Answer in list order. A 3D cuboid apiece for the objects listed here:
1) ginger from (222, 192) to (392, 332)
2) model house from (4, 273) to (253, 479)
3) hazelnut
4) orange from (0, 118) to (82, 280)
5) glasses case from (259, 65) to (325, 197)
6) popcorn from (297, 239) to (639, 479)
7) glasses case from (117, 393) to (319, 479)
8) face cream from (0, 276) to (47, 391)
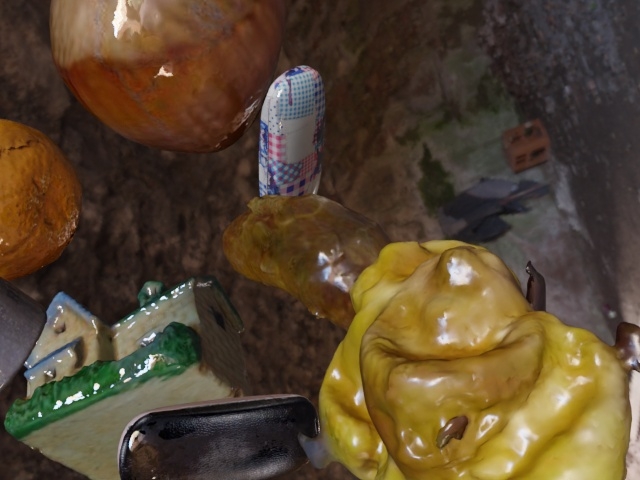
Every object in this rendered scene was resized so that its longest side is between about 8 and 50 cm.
[{"bbox_3d":[-0.009,0.014,1.016,0.321,0.165,0.172,27,122,36],"label":"ginger"},{"bbox_3d":[-0.366,0.229,1.458,0.334,0.382,0.342,54,-167,-46],"label":"model house"},{"bbox_3d":[-0.112,-0.172,0.584,0.214,0.176,0.214,10,-90,-69],"label":"hazelnut"},{"bbox_3d":[-0.429,-0.053,0.976,0.219,0.193,0.219,-14,-71,-46],"label":"orange"},{"bbox_3d":[-0.052,-0.159,1.316,0.076,0.125,0.327,33,141,26],"label":"glasses case"},{"bbox_3d":[0.114,0.136,0.633,0.316,0.281,0.297,55,-167,-69],"label":"popcorn"},{"bbox_3d":[-0.137,0.292,1.058,0.075,0.314,0.122,16,102,55],"label":"glasses case"},{"bbox_3d":[-0.271,-0.014,0.363,0.283,0.073,0.073,43,-161,-30],"label":"face cream"}]
